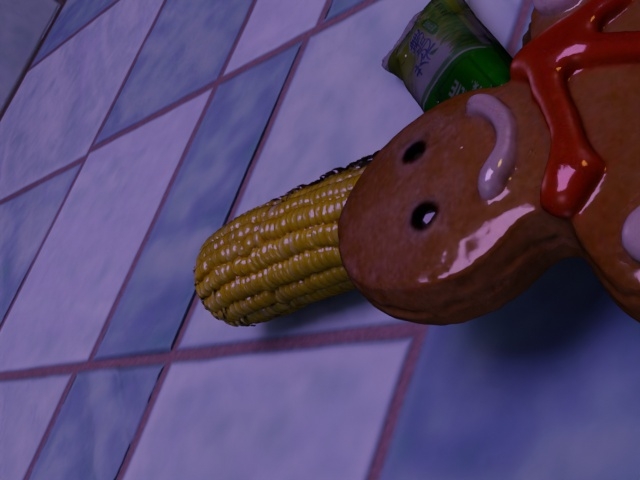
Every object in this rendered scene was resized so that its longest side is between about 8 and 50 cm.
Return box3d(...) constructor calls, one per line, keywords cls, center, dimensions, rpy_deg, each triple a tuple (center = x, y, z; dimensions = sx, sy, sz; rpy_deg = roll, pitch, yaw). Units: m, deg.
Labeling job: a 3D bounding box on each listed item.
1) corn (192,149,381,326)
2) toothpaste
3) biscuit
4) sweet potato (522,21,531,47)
box3d(cls="corn", center=(0.000, 0.000, 0.599), dimensions=(0.203, 0.072, 0.072), rpy_deg=(-23, 42, 45))
box3d(cls="toothpaste", center=(0.083, -0.087, 0.584), dimensions=(0.078, 0.047, 0.248), rpy_deg=(-53, 25, 19))
box3d(cls="biscuit", center=(0.137, -0.062, 0.403), dimensions=(0.324, 0.049, 0.205), rpy_deg=(-26, 40, 29))
box3d(cls="sweet potato", center=(0.177, -0.174, 0.513), dimensions=(0.068, 0.068, 0.226), rpy_deg=(-91, 25, -48))
